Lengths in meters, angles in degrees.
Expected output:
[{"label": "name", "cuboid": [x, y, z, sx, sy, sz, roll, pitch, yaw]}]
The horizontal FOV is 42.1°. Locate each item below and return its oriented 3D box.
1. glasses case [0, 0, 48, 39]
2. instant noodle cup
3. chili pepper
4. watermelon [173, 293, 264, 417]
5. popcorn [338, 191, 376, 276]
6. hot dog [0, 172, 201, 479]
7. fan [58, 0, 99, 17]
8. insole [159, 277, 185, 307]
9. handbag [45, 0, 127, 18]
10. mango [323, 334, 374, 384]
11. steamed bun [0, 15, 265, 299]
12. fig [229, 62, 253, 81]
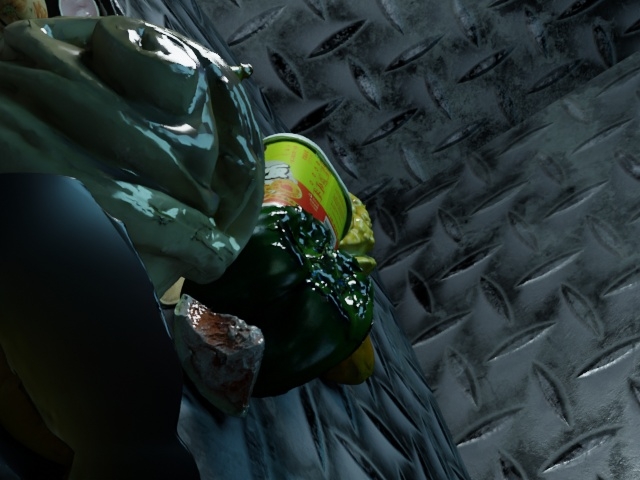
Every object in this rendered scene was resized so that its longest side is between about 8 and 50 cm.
[{"label": "glasses case", "cuboid": [-0.491, -0.396, 1.012, 0.425, 0.098, 0.157, 46, 18, -56]}, {"label": "instant noodle cup", "cuboid": [-0.086, -0.019, 1.548, 0.294, 0.293, 0.308, 56, 16, -18]}, {"label": "chili pepper", "cuboid": [-0.065, 0.093, 1.236, 0.249, 0.256, 0.233, 58, 14, 6]}, {"label": "watermelon", "cuboid": [-0.134, 0.149, 1.108, 0.071, 0.139, 0.187, -30, 89, -52]}, {"label": "popcorn", "cuboid": [0.007, -0.001, 2.012, 0.282, 0.246, 0.282, -19, 90, -87]}, {"label": "hot dog", "cuboid": [-0.229, 0.110, 0.718, 0.107, 0.194, 0.326, -12, -94, 56]}, {"label": "fan", "cuboid": [-0.374, -0.340, 1.322, 0.085, 0.005, 0.134, -37, 115, -55]}, {"label": "insole", "cuboid": [-0.227, 0.047, 1.269, 0.081, 0.011, 0.248, 57, 9, -11]}, {"label": "handbag", "cuboid": [-0.412, -0.389, 1.431, 0.285, 0.113, 0.257, -92, 157, -73]}, {"label": "mango", "cuboid": [0.037, 0.208, 1.802, 0.236, 0.136, 0.166, 62, 5, -15]}, {"label": "steamed bun", "cuboid": [-0.205, -0.102, 0.899, 0.352, 0.247, 0.339, -12, 71, -57]}, {"label": "fig", "cuboid": [-0.224, -0.228, 1.299, 0.203, 0.235, 0.203, 50, 20, -25]}]
